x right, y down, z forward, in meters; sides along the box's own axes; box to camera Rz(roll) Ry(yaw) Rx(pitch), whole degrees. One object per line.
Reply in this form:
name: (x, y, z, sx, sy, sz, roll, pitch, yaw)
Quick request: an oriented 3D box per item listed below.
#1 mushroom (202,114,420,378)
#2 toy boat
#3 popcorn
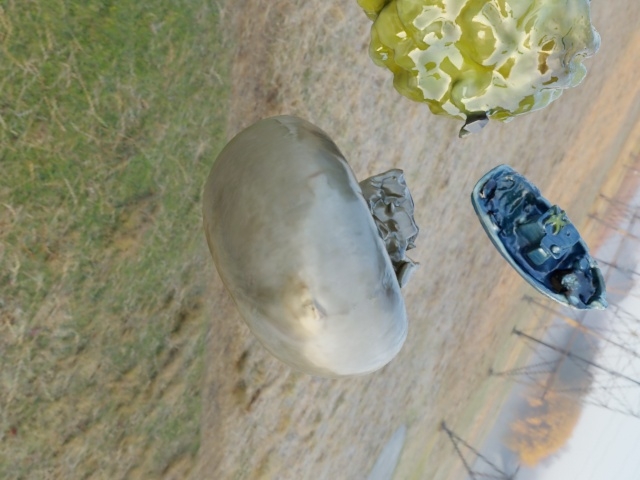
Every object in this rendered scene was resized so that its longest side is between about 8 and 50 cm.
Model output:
mushroom: (0.000, 0.000, 0.577, 0.178, 0.226, 0.226, -31, 158, 0)
toy boat: (0.173, 0.000, 0.548, 0.060, 0.137, 0.061, -36, 180, -14)
popcorn: (0.111, -0.157, 0.488, 0.174, 0.173, 0.142, 95, -13, -46)
